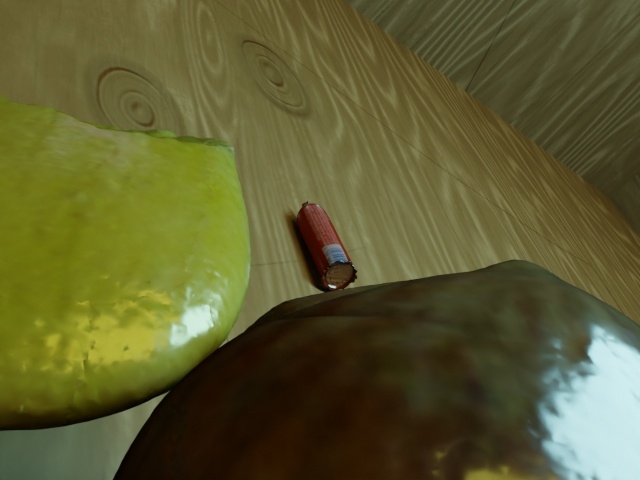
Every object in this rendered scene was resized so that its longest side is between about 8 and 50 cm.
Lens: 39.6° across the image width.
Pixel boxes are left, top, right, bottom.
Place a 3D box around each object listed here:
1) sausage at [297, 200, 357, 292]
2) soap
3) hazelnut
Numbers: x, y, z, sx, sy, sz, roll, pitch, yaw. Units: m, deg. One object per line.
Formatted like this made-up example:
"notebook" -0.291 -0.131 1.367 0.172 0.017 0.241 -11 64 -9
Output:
"sausage" 0.000 0.000 1.090 0.048 0.050 0.145 6 36 -28
"soap" -0.201 -0.025 0.614 0.306 0.115 0.427 10 28 -11
"hazelnut" 0.075 0.198 0.497 0.409 0.359 0.359 27 27 -20
